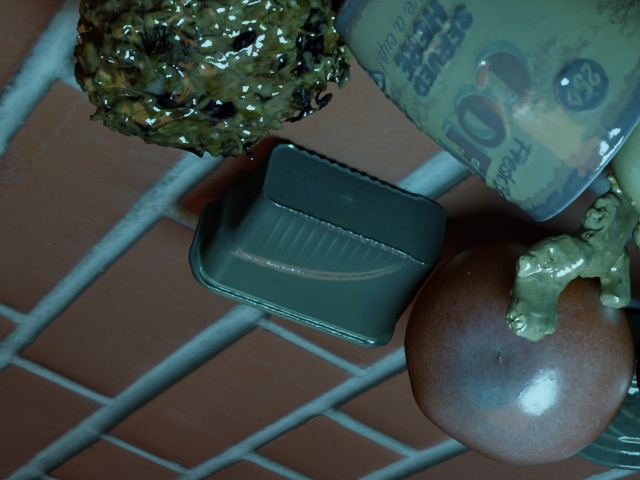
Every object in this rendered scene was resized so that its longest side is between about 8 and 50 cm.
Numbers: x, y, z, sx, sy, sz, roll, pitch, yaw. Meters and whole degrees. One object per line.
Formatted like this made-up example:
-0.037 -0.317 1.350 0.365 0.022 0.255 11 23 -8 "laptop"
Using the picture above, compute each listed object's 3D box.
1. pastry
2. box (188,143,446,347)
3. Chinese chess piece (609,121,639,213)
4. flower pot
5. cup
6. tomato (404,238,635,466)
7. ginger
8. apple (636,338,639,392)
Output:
-0.101 -0.201 1.126 0.275 0.192 0.274 -11 144 -8 "pastry"
0.000 0.000 1.402 0.274 0.138 0.178 21 138 -13 "box"
0.375 -0.105 1.036 0.251 0.097 0.251 -27 162 -9 "Chinese chess piece"
0.399 0.179 1.488 0.236 0.140 0.235 8 144 6 "flower pot"
0.150 -0.177 1.072 0.257 0.227 0.301 35 173 -2 "cup"
0.218 0.125 1.325 0.256 0.255 0.224 0 179 19 "tomato"
0.287 0.012 1.208 0.149 0.258 0.065 44 162 -26 "ginger"
0.482 0.098 1.233 0.288 0.288 0.317 19 147 -7 "apple"
